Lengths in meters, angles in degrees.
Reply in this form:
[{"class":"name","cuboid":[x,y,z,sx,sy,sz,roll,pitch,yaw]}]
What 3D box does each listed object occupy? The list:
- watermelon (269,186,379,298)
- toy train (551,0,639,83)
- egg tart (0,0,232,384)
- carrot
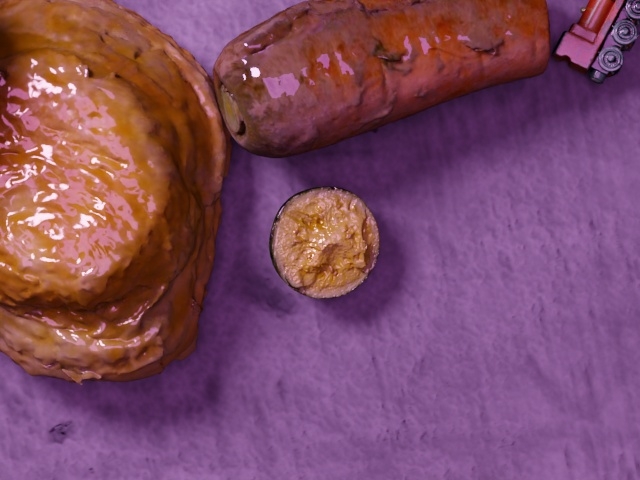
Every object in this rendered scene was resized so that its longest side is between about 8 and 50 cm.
[{"class":"watermelon","cuboid":[0.000,0.000,1.469,0.105,0.062,0.105,-1,96,-13]},{"class":"toy train","cuboid":[0.267,-0.201,1.488,0.064,0.044,0.103,29,90,8]},{"class":"egg tart","cuboid":[-0.245,-0.057,1.420,0.340,0.153,0.351,17,88,1]},{"class":"carrot","cuboid":[0.053,-0.163,1.439,0.302,0.139,0.138,-12,91,-12]}]
